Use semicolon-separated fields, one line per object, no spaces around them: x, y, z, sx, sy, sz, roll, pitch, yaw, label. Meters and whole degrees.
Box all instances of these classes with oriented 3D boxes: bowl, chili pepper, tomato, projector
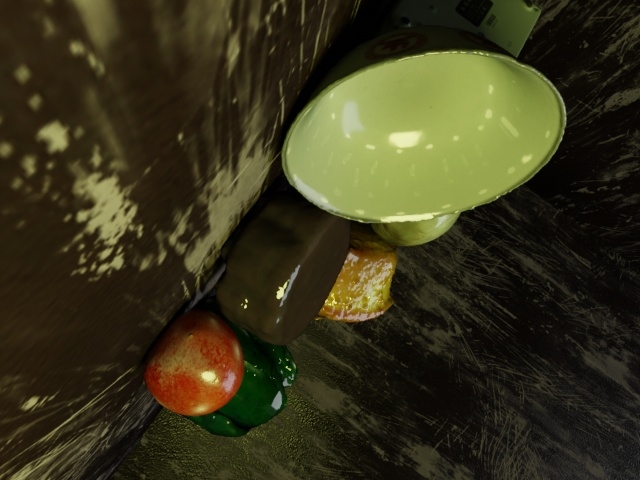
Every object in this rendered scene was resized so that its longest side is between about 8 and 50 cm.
0.120;-0.166;0.598;0.337;0.337;0.157;129;-35;-58;bowl
-0.190;0.265;0.943;0.248;0.257;0.233;-41;-166;44;chili pepper
-0.201;0.195;0.729;0.167;0.167;0.167;-54;-178;2;tomato
0.213;-0.332;0.728;0.250;0.198;0.108;-56;-177;-22;projector

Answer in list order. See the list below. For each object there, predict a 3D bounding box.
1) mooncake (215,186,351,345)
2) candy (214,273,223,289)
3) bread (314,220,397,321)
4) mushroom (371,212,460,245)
-0.058;0.040;0.797;0.283;0.141;0.283;-51;159;-29;mooncake
-0.185;0.077;0.991;0.103;0.043;0.103;-55;-178;3;candy
0.022;0.042;1.098;0.337;0.358;0.204;46;-59;44;bread
0.177;-0.154;0.987;0.260;0.352;0.352;-10;180;-3;mushroom
